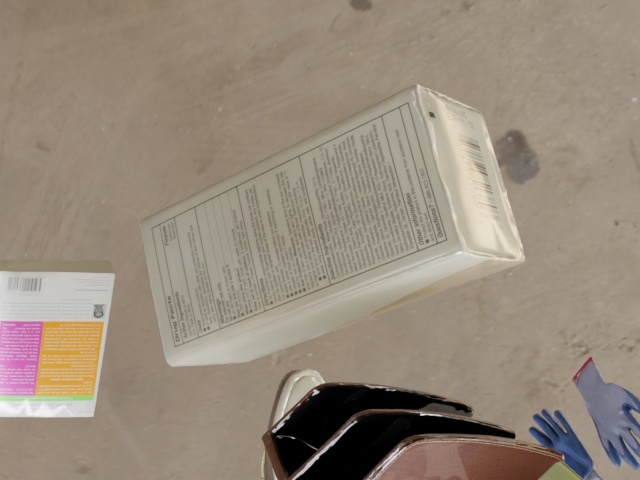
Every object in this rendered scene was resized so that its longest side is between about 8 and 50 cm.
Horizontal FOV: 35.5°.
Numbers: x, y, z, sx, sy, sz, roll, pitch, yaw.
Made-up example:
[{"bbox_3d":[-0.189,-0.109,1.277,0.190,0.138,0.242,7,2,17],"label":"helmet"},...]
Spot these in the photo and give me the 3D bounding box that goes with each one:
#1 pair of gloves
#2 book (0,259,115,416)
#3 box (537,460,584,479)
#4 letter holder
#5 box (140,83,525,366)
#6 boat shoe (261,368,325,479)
[{"bbox_3d":[0.363,0.264,1.341,0.023,0.198,0.159,0,44,-37],"label":"pair of gloves"},{"bbox_3d":[-0.236,0.086,0.862,0.096,0.035,0.144,2,116,-27],"label":"book"},{"bbox_3d":[0.099,0.341,0.786,0.322,0.232,0.058,-40,55,-17],"label":"box"},{"bbox_3d":[0.123,0.253,1.222,0.301,0.214,0.152,16,36,-41],"label":"letter holder"},{"bbox_3d":[0.000,0.000,0.870,0.121,0.311,0.148,8,66,-55],"label":"box"},{"bbox_3d":[-0.046,0.367,1.682,0.116,0.096,0.325,-6,101,-27],"label":"boat shoe"}]
